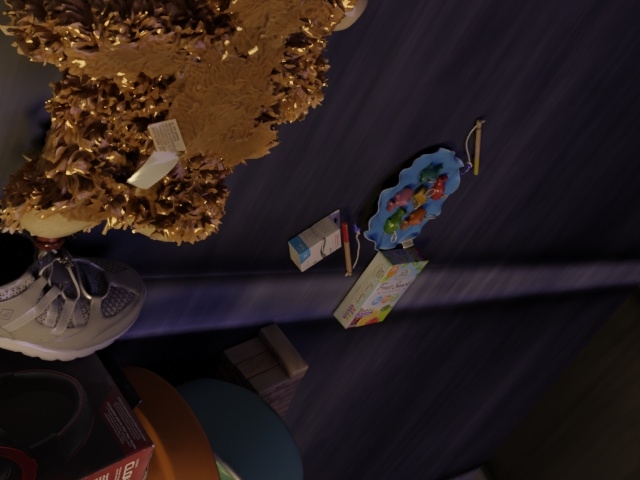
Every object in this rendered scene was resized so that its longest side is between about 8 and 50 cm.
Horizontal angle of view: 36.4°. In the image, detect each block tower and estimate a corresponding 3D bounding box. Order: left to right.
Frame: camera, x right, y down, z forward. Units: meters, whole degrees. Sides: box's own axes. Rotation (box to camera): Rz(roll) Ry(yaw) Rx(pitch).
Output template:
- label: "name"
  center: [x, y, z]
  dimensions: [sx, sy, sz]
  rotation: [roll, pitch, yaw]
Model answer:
- label: "block tower"
  center: [-0.123, 0.274, 1.497]
  dimensions: [0.097, 0.091, 0.335]
  rotation: [-19, 147, -38]

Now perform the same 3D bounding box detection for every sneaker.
- label: "sneaker"
  center: [-0.265, 0.044, 0.913]
  dimensions: [0.281, 0.105, 0.115]
  rotation: [0, 140, -52]

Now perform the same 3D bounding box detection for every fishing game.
- label: "fishing game"
  center: [0.138, -0.049, 1.384]
  dimensions: [0.264, 0.041, 0.189]
  rotation: [-36, 152, -18]

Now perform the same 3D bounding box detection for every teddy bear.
- label: "teddy bear"
  center: [-0.088, -0.115, 0.630]
  dimensions: [0.245, 0.113, 0.338]
  rotation: [-7, 145, -27]

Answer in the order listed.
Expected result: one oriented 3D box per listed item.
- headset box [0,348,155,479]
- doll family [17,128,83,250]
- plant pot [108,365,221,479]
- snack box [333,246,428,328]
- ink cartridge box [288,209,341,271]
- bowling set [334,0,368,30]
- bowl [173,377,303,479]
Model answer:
- label: "headset box"
  center: [-0.320, 0.187, 0.948]
  dimensions: [0.293, 0.218, 0.110]
  rotation: [-20, 149, -35]
- label: "doll family"
  center: [-0.199, -0.052, 0.893]
  dimensions: [0.193, 0.076, 0.111]
  rotation: [-16, 126, -32]
- label: "plant pot"
  center: [-0.279, 0.303, 1.110]
  dimensions: [0.203, 0.291, 0.291]
  rotation: [-7, 139, -45]
- label: "snack box"
  center: [0.095, 0.074, 1.532]
  dimensions: [0.100, 0.037, 0.141]
  rotation: [-6, 138, -51]
- label: "ink cartridge box"
  center: [0.000, 0.000, 1.298]
  dimensions: [0.083, 0.028, 0.048]
  rotation: [-34, 154, -15]
- label: "bowling set"
  center: [-0.109, -0.165, 0.808]
  dimensions: [0.154, 0.200, 0.287]
  rotation: [37, 101, -21]
- label: "bowl"
  center: [-0.148, 0.314, 1.346]
  dimensions: [0.163, 0.311, 0.311]
  rotation: [-44, 164, -45]
